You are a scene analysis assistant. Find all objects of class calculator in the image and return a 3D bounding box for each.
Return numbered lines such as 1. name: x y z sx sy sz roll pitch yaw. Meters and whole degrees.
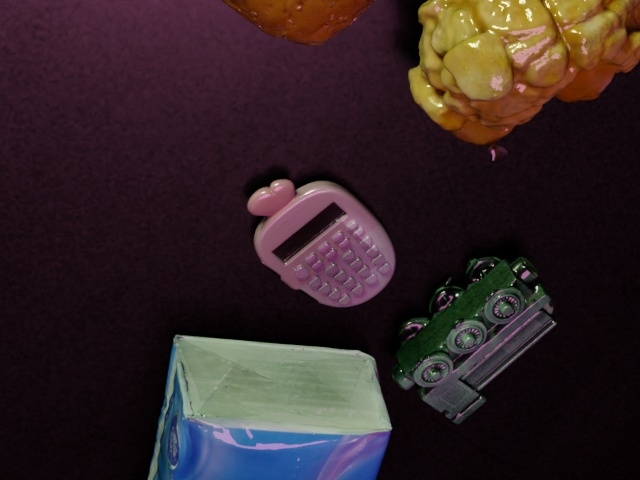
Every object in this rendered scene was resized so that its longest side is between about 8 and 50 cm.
1. calculator: 0.000 0.000 1.321 0.103 0.024 0.166 -38 124 14

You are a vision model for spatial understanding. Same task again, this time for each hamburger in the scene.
1. hamburger: -0.030 -0.200 1.149 0.176 0.087 0.102 19 115 -24

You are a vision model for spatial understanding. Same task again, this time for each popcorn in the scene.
1. popcorn: 0.157 -0.164 1.180 0.194 0.140 0.163 -29 155 20

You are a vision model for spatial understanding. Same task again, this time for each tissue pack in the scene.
1. tissue pack: -0.060 0.238 1.386 0.198 0.146 0.263 6 121 -15

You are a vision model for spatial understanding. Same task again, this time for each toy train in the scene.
1. toy train: 0.147 0.088 1.383 0.170 0.071 0.111 -43 130 14
